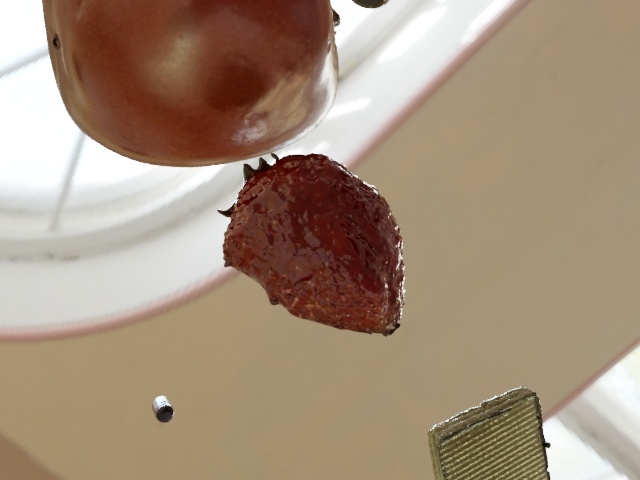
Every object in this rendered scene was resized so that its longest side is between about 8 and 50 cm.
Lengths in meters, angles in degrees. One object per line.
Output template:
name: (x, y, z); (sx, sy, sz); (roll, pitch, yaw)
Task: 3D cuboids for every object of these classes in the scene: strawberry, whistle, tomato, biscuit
strawberry: (0.000, 0.000, 1.046); (0.187, 0.146, 0.082); (49, 156, 23)
whistle: (-0.265, 0.284, 2.201); (0.033, 0.033, 0.176); (45, 172, -6)
tomato: (-0.132, -0.228, 1.232); (0.341, 0.272, 0.342); (161, 90, -82)
biscuit: (0.171, 0.246, 1.281); (0.040, 0.121, 0.199); (38, 144, 57)

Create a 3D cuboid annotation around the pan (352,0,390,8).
pan: (0.038, -0.322, 1.656); (0.115, 0.068, 0.023); (12, -126, 8)
